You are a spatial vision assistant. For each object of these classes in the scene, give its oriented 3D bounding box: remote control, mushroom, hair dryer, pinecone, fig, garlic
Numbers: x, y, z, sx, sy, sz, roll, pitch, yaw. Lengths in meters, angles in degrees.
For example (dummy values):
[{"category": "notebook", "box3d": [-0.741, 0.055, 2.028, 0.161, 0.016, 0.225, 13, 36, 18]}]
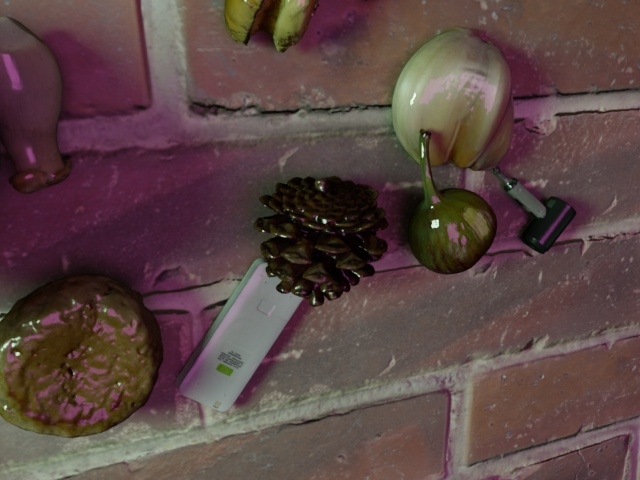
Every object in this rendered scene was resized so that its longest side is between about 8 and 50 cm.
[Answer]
[{"category": "remote control", "box3d": [-0.126, 0.153, 0.914, 0.103, 0.034, 0.250, 32, 91, -26]}, {"category": "mushroom", "box3d": [-0.361, -0.161, 0.700, 0.088, 0.097, 0.213, -8, 109, -26]}, {"category": "hair dryer", "box3d": [0.374, -0.069, 1.044, 0.197, 0.057, 0.100, 39, 89, -17]}, {"category": "pinecone", "box3d": [0.000, 0.000, 0.838, 0.207, 0.207, 0.208, -6, 107, -20]}, {"category": "fig", "box3d": [0.193, -0.060, 0.906, 0.149, 0.149, 0.245, -35, 125, -9]}, {"category": "garlic", "box3d": [0.223, -0.222, 0.906, 0.217, 0.110, 0.228, -1, 106, -17]}]

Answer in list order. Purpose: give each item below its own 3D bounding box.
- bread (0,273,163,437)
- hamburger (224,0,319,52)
[{"category": "bread", "box3d": [-0.333, 0.157, 0.788, 0.229, 0.123, 0.230, -6, 104, -25]}, {"category": "hamburger", "box3d": [-0.040, -0.380, 0.744, 0.124, 0.131, 0.262, 24, 95, -5]}]
